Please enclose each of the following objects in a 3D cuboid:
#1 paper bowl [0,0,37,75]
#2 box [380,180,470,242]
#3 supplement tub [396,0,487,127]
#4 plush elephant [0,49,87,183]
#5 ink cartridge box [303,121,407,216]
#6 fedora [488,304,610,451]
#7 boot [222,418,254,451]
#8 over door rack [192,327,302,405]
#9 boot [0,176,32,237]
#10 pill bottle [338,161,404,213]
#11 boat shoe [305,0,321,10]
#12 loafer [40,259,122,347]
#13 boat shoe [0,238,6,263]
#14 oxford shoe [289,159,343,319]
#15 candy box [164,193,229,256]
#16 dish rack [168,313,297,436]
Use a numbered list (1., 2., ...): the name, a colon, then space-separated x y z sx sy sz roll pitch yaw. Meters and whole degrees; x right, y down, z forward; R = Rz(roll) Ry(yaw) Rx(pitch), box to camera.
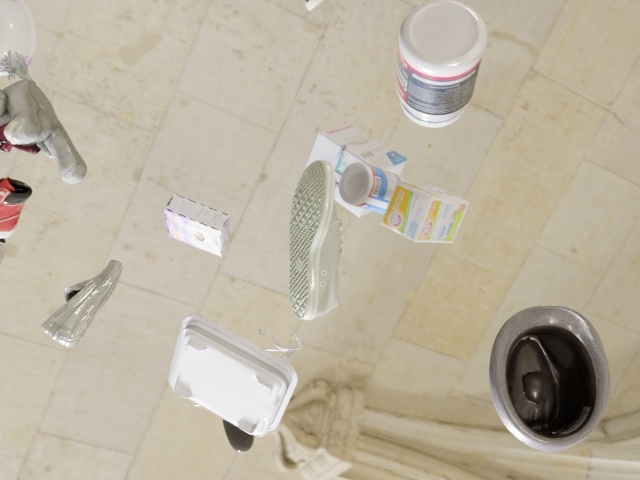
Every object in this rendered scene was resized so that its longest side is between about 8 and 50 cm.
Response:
1. paper bowl: -1.004 -0.636 2.063 0.148 0.284 0.284 -1 -120 22
2. box: 0.249 -0.065 1.632 0.103 0.203 0.114 29 -75 33
3. supplement tub: 0.271 -0.399 1.586 0.272 0.191 0.191 78 24 -69
4. plush elephant: -0.758 -0.258 1.601 0.255 0.330 0.272 -29 164 1
5. ink cartridge box: 0.118 -0.255 2.418 0.198 0.270 0.197 -27 146 -49
6. fedora: 0.435 0.271 1.365 0.124 0.244 0.275 124 -42 -77
7. boot: -0.254 0.522 2.225 0.115 0.112 0.305 16 65 -76
8. over door rack: -0.241 0.390 2.156 0.324 0.108 0.239 -12 -154 24
9. boot: -0.776 -0.077 1.532 0.176 0.244 0.088 -47 -112 33
10. pill bottle: 0.167 -0.142 1.970 0.124 0.221 0.124 -11 -107 42
11. boat shoe: -0.004 -0.672 1.737 0.127 0.113 0.340 -32 -162 30
12. loafer: -0.651 0.154 1.908 0.112 0.111 0.319 -53 -170 36
13. boat shoe: -0.951 0.107 1.792 0.158 0.127 0.340 28 -90 26
14. oxford shoe: 0.000 0.000 1.903 0.169 0.130 0.449 25 -65 56
15. candy box: -0.393 -0.047 2.218 0.165 0.196 0.070 102 10 -58
16. dish rack: -0.243 0.363 1.773 0.072 0.333 0.285 -55 169 -54
